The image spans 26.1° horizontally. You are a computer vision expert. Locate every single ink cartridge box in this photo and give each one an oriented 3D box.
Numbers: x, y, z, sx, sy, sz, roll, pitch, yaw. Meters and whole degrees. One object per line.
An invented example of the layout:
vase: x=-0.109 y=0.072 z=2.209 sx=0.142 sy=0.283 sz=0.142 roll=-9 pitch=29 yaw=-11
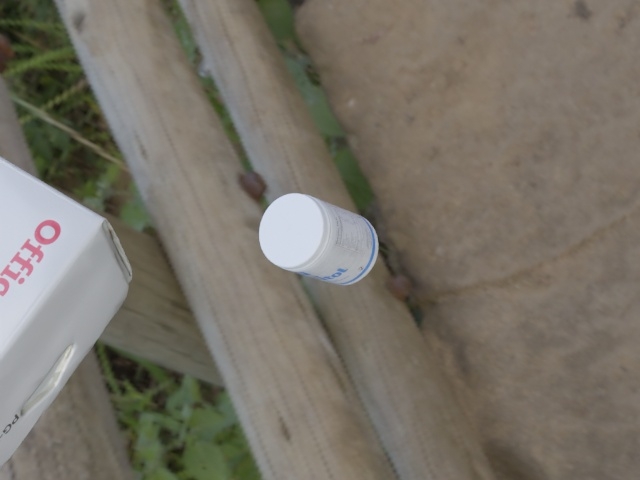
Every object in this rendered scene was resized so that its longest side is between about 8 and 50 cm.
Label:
ink cartridge box: x=-0.164 y=0.009 z=0.519 sx=0.150 sy=0.063 sz=0.109 roll=29 pitch=70 yaw=14

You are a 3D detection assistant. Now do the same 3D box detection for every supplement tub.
supplement tub: x=0.000 y=0.000 z=1.260 sx=0.071 sy=0.107 sz=0.071 roll=-7 pitch=77 yaw=31
